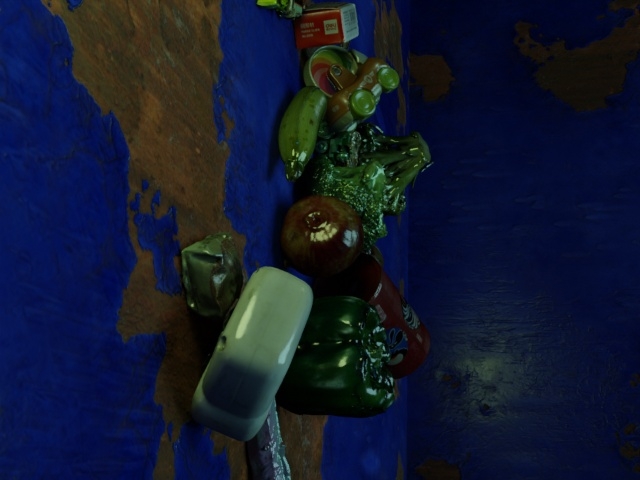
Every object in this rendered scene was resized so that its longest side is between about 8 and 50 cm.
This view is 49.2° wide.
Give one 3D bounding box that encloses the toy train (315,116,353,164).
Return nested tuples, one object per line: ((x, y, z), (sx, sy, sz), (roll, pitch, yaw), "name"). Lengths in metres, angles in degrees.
((0.040, -0.289, 1.909), (0.071, 0.104, 0.178), (63, 29, -66), "toy train")

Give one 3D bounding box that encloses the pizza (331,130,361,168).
((0.055, -0.221, 2.002), (0.154, 0.069, 0.194), (-178, -87, -65), "pizza")

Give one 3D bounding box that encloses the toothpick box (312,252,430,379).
((0.141, 0.207, 1.872), (0.333, 0.204, 0.204), (51, 37, -40), "toothpick box")

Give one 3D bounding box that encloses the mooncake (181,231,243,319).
((-0.168, 0.058, 1.142), (0.125, 0.073, 0.130), (-46, 133, -72), "mooncake")

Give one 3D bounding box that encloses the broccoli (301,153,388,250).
((0.066, -0.099, 1.749), (0.241, 0.269, 0.262), (-40, 109, -29), "broccoli")

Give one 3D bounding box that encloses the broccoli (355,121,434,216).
((0.209, -0.226, 2.201), (0.303, 0.283, 0.322), (-4, 73, -65), "broccoli")

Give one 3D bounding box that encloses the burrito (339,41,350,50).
((0.086, -0.679, 2.246), (0.055, 0.041, 0.149), (89, 7, -58), "burrito")

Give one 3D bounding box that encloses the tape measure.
((-0.109, 0.170, 1.135), (0.258, 0.130, 0.265), (-66, -179, -54), "tape measure")

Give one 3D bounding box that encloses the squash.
((-0.048, -0.254, 1.594), (0.341, 0.094, 0.095), (-76, 158, -44), "squash")

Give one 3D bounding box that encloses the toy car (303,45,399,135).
((0.064, -0.416, 1.820), (0.145, 0.235, 0.235), (151, -56, -63), "toy car")

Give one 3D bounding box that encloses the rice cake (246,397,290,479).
((-0.103, 0.341, 1.334), (0.051, 0.081, 0.291), (-45, 133, -87), "rice cake")

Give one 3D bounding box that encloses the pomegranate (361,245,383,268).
((0.095, 0.083, 1.994), (0.159, 0.159, 0.205), (-70, -178, -54), "pomegranate")

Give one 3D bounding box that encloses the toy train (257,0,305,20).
((-0.085, -0.548, 1.580), (0.249, 0.053, 0.085), (-36, 131, -73), "toy train")

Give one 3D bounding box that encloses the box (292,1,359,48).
((0.015, -0.557, 1.798), (0.182, 0.133, 0.099), (-55, 141, -63), "box")

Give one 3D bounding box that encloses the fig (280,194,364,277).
((0.001, -0.001, 1.580), (0.205, 0.205, 0.205), (-2, 90, -75), "fig")

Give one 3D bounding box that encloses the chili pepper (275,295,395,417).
((0.020, 0.261, 1.473), (0.233, 0.256, 0.249), (65, 25, -44), "chili pepper")
